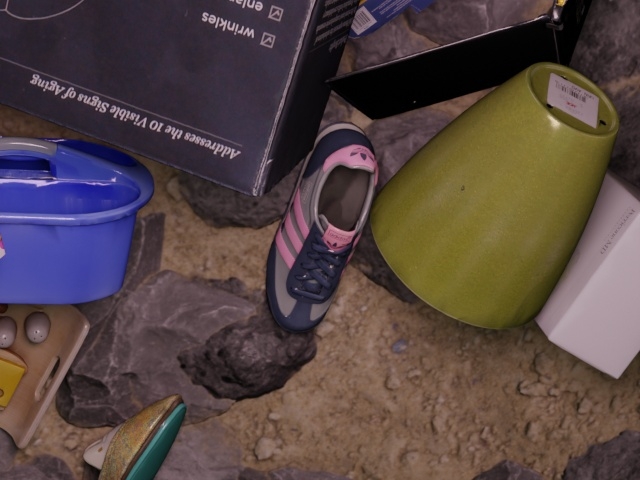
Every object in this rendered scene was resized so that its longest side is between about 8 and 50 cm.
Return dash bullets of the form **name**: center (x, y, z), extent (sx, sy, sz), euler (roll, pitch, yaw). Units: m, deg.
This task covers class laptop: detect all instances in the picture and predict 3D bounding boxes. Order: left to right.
- **laptop**: center (0.213, -0.325, 1.716), extent (0.236, 0.382, 0.408), euler (20, 92, 10)

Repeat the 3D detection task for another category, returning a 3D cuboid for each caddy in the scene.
- **caddy**: center (-0.385, -0.049, 1.755), extent (0.341, 0.241, 0.179), euler (1, 116, -13)

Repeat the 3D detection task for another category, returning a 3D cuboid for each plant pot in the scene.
- **plant pot**: center (0.251, -0.082, 1.799), extent (0.275, 0.275, 0.293), euler (17, 131, -18)

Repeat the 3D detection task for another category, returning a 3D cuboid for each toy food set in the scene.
- **toy food set**: center (-0.502, 0.147, 1.891), extent (0.306, 0.092, 0.220), euler (24, 105, -19)

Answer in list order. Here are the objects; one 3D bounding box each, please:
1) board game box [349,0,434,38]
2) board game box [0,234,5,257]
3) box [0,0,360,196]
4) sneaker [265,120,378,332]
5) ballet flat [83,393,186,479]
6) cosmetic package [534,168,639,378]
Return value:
- **board game box**: center (0.111, -0.356, 1.777), extent (0.194, 0.194, 0.060), euler (-33, 116, 24)
- **board game box**: center (-0.527, -0.128, 1.549), extent (0.318, 0.066, 0.319), euler (11, 126, 27)
- **box**: center (-0.187, -0.366, 1.550), extent (0.480, 0.297, 0.472), euler (21, 107, 7)
- **sneaker**: center (0.000, 0.000, 1.913), extent (0.112, 0.131, 0.319), euler (8, 110, -15)
- **ballet flat**: center (-0.309, 0.361, 2.019), extent (0.123, 0.123, 0.348), euler (18, 105, -18)
- **cosmetic package**: center (0.400, 0.035, 1.960), extent (0.138, 0.225, 0.224), euler (29, 103, -21)
